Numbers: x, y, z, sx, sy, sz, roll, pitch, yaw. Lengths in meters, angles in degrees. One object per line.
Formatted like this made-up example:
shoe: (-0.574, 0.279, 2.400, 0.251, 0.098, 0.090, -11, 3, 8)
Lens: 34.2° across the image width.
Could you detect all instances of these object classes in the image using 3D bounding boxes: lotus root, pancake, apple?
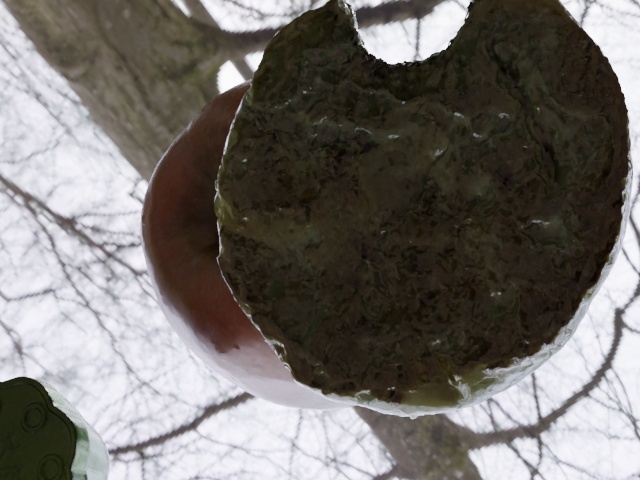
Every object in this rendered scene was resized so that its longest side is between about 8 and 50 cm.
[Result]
lotus root: (-0.270, 0.234, 1.007, 0.186, 0.186, 0.186, -19, -134, 21)
pancake: (0.049, -0.024, 0.574, 0.254, 0.037, 0.253, -1, -92, 26)
apple: (0.000, 0.000, 1.074, 0.339, 0.305, 0.338, -10, -104, 42)
